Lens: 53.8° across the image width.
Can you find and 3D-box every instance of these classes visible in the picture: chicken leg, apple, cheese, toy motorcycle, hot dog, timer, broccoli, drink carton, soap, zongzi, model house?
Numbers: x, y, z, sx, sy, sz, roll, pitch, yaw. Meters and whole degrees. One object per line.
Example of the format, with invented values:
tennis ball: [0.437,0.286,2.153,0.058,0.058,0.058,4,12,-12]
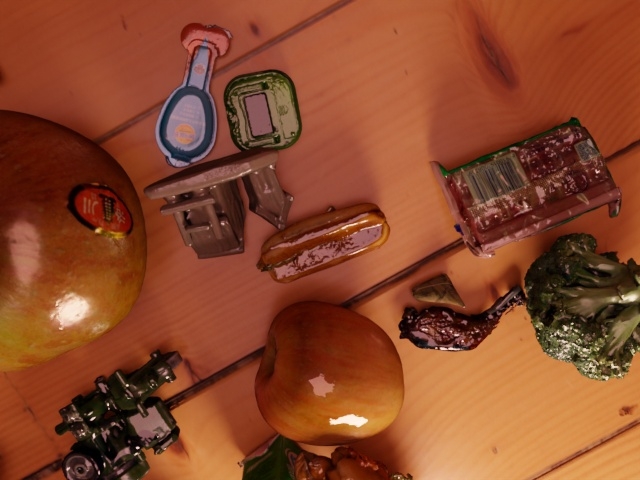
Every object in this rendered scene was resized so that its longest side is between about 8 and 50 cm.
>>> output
chicken leg: [0.270,0.152,1.180,0.253,0.051,0.106,-14,94,-4]
apple: [-0.464,0.002,0.989,0.400,0.333,0.401,0,89,13]
cheese: [-0.221,-0.250,1.099,0.106,0.037,0.256,14,96,-6]
toy motorcycle: [-0.344,0.330,1.135,0.275,0.127,0.205,-31,96,5]
hot dog: [0.100,0.458,1.117,0.349,0.158,0.117,45,61,-32]
hot dog: [0.000,0.000,1.133,0.250,0.076,0.104,-22,119,4]
timer: [-0.101,-0.224,1.102,0.127,0.047,0.140,-10,99,-1]
broccoli: [0.485,0.105,1.073,0.269,0.270,0.270,17,61,-33]
drink carton: [-0.064,0.474,1.096,0.108,0.271,0.161,-37,100,5]
soap: [0.360,-0.095,1.108,0.273,0.098,0.218,-22,85,0]
zongzi: [0.214,0.107,1.155,0.076,0.083,0.040,-25,138,4]
apple: [0.018,0.232,1.099,0.240,0.242,0.242,17,98,-18]
model house: [-0.160,-0.059,1.078,0.229,0.122,0.188,-16,121,0]
